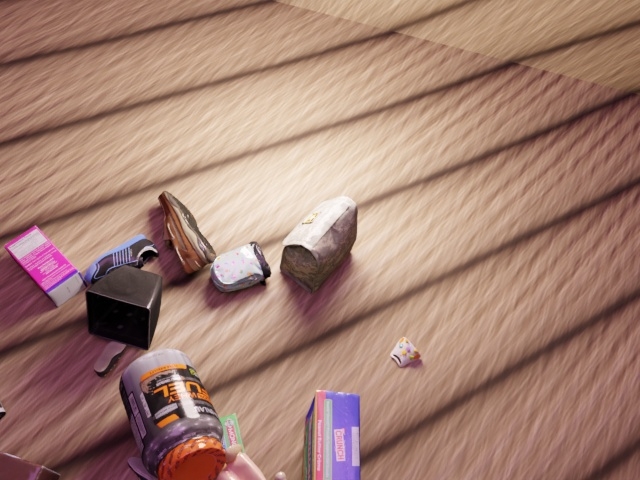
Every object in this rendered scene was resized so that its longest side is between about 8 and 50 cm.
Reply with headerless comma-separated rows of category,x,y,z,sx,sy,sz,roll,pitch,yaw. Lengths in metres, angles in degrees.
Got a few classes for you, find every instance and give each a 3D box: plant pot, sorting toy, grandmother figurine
plant pot,-0.563,0.183,1.637,0.188,0.187,0.167,15,38,0
sorting toy,0.265,0.359,1.756,0.075,0.045,0.083,-41,73,-6
grandmother figurine,-0.127,0.675,1.373,0.342,0.207,0.104,35,31,27

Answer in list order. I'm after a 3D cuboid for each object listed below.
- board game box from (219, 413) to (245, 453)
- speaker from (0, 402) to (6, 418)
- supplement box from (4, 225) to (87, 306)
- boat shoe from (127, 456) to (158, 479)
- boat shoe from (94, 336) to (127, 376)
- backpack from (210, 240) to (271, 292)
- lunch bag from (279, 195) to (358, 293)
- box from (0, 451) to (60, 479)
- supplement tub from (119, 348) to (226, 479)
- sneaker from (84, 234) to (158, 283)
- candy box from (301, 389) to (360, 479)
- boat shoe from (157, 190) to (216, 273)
board game box,-0.295,0.654,1.488,0.214,0.046,0.317,-11,63,-16
speaker,-0.917,0.430,1.510,0.055,0.055,0.136,-32,69,-24
supplement box,-0.837,0.079,1.689,0.220,0.111,0.114,42,64,15
boat shoe,-0.467,0.628,1.479,0.125,0.038,0.046,30,17,7
boat shoe,-0.612,0.339,1.620,0.049,0.042,0.133,17,45,11
backpack,-0.265,0.088,1.776,0.182,0.115,0.152,-23,69,-17
lunch bag,0.000,0.000,1.769,0.169,0.287,0.235,37,63,12
box,-0.781,0.637,1.348,0.169,0.167,0.203,19,59,2
supplement tub,-0.381,0.461,1.433,0.207,0.207,0.338,-23,44,-20
sneaker,-0.623,0.073,1.745,0.090,0.081,0.232,39,61,21
candy box,0.022,0.563,1.433,0.122,0.317,0.268,6,60,-6
boat shoe,-0.464,-0.027,1.806,0.120,0.122,0.324,-38,60,2
